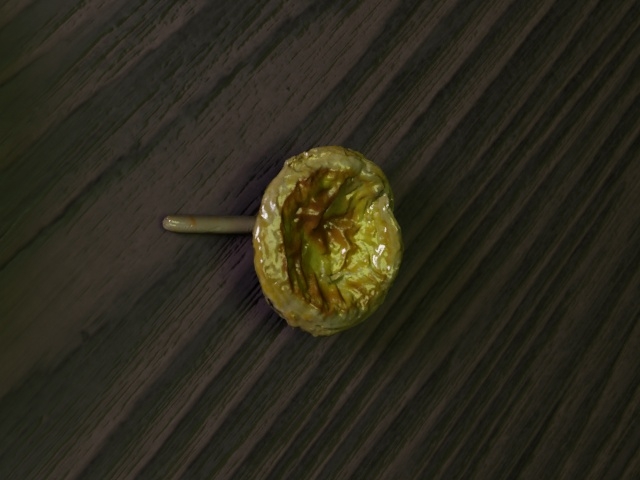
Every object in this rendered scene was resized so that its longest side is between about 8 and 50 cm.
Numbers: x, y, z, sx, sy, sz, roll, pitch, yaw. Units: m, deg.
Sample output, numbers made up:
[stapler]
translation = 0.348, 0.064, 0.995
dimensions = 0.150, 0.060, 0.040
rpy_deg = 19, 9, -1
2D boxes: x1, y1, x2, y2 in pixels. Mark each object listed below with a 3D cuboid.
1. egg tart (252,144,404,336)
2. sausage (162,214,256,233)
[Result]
[egg tart]
translation = 0.000, 0.000, 1.706
dimensions = 0.241, 0.106, 0.241
rpy_deg = -4, 96, -38
[sausage]
translation = -0.131, -0.019, 1.651
dimensions = 0.132, 0.024, 0.024
rpy_deg = 0, 92, -40
